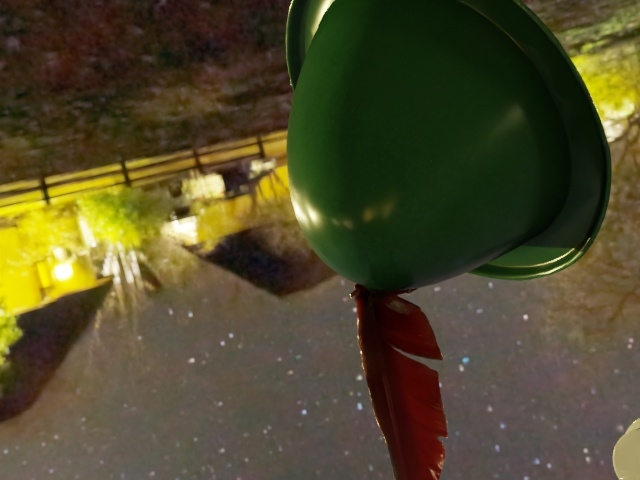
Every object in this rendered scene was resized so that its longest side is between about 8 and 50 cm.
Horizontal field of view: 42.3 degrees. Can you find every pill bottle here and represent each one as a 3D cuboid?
[{"bbox_3d":[0.266,0.158,0.616,0.065,0.065,0.116,-11,170,44],"label":"pill bottle"}]

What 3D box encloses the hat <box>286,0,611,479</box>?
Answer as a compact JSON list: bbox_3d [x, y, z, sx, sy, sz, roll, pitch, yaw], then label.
[{"bbox_3d":[0.000,0.000,0.333,0.183,0.173,0.208,-40,-144,-27],"label":"hat"}]
